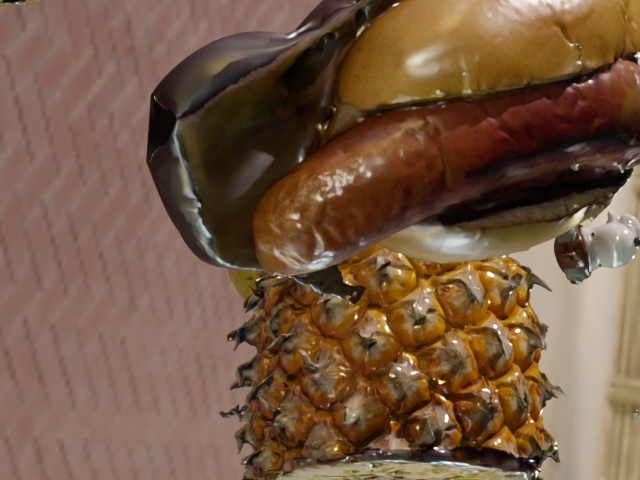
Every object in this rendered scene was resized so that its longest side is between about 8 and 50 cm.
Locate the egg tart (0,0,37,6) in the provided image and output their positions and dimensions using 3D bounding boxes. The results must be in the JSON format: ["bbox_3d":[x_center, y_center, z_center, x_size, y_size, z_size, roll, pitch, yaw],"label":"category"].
[{"bbox_3d":[-0.257,-0.259,1.015,0.115,0.290,0.290,70,12,14],"label":"egg tart"}]

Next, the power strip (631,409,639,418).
[{"bbox_3d":[0.455,0.231,1.698,0.075,0.175,0.042,93,16,-48],"label":"power strip"}]

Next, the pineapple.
[{"bbox_3d":[0.066,0.125,1.442,0.352,0.352,0.300,62,20,-61],"label":"pineapple"}]

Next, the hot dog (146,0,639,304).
[{"bbox_3d":[0.080,-0.048,0.730,0.326,0.107,0.194,-33,133,-30],"label":"hot dog"}]

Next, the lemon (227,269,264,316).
[{"bbox_3d":[0.000,0.000,1.803,0.284,0.260,0.260,-139,-133,-67],"label":"lemon"}]

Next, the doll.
[{"bbox_3d":[0.185,0.001,0.951,0.085,0.058,0.040,-46,125,-75],"label":"doll"}]
